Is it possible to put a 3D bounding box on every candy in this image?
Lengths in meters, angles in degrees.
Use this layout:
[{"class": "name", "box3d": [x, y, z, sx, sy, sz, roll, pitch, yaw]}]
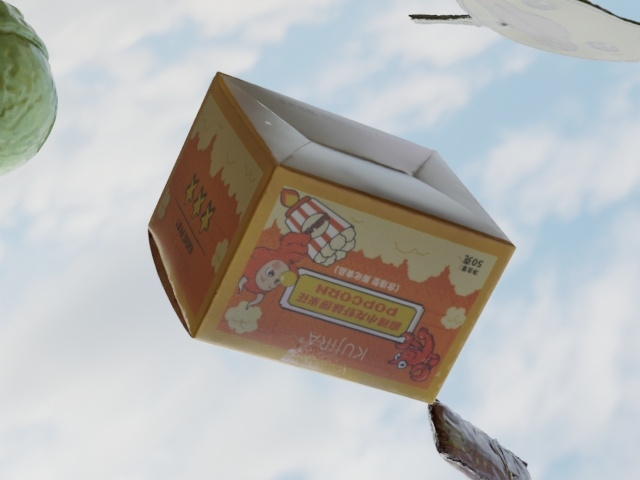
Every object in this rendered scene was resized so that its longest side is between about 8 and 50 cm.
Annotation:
[{"class": "candy", "box3d": [-0.235, -0.159, 0.902, 0.092, 0.093, 0.335, -37, -124, 4]}]

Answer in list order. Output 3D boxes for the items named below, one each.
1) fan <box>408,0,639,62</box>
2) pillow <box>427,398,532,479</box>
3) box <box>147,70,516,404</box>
[{"class": "fan", "box3d": [0.222, -0.240, 1.781, 0.335, 0.229, 0.011, 9, -100, 44]}, {"class": "pillow", "box3d": [0.176, 0.243, 1.788, 0.043, 0.185, 0.118, -43, -151, 19]}, {"class": "box", "box3d": [0.000, 0.000, 1.686, 0.214, 0.283, 0.259, -64, -154, 19]}]
